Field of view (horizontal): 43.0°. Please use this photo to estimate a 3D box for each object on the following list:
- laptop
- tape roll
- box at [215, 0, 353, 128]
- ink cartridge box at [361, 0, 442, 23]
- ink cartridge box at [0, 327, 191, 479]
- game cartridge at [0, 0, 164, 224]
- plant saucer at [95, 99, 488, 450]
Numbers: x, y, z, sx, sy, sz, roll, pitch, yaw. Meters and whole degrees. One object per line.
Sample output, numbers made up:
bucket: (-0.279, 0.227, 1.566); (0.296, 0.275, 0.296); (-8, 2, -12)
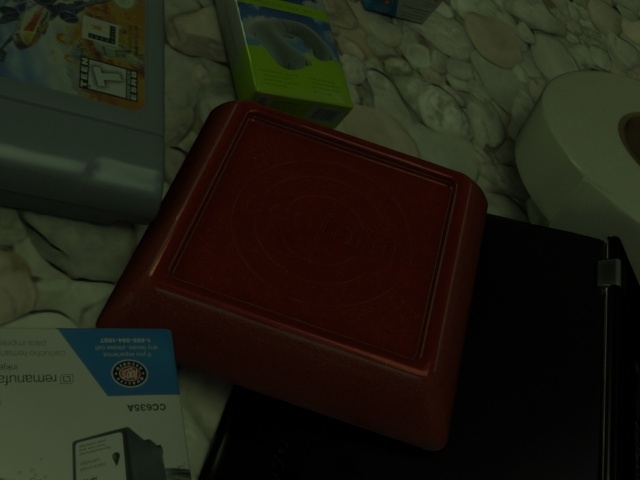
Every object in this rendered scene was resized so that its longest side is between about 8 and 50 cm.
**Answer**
laptop: (0.145, 0.190, 0.671); (0.408, 0.236, 0.382); (53, 40, -34)
tape roll: (0.399, -0.051, 0.885); (0.392, 0.072, 0.392); (15, 38, -13)
box: (-0.040, -0.196, 0.782); (0.109, 0.042, 0.178); (3, 61, -33)
ink cartridge box: (0.109, -0.306, 0.898); (0.089, 0.122, 0.052); (3, 60, -32)
ink cartridge box: (-0.148, 0.151, 0.456); (0.140, 0.082, 0.190); (4, 58, -32)
game cartridge: (-0.221, -0.159, 0.630); (0.198, 0.062, 0.297); (14, 55, -32)
plant saucer: (0.000, 0.000, 0.624); (0.259, 0.047, 0.259); (19, 49, 0)
